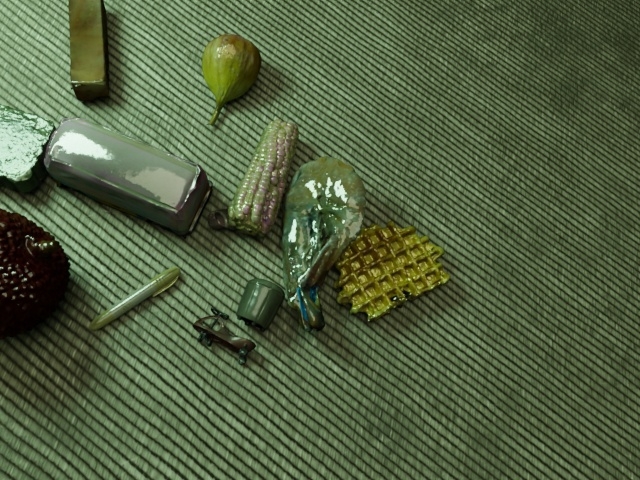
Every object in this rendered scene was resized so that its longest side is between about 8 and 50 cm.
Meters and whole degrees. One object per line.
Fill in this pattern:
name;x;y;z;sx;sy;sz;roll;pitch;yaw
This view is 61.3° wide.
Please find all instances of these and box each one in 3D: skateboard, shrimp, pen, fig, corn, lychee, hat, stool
skateboard;-0.218;0.214;1.239;0.151;0.067;0.080;27;58;5
shrimp;0.000;0.000;1.311;0.221;0.110;0.446;-2;71;22
pen;-0.422;0.135;1.245;0.233;0.032;0.040;-37;103;-19
fig;-0.256;-0.425;1.448;0.159;0.159;0.257;18;84;-3
corn;-0.134;-0.166;1.365;0.126;0.127;0.335;19;66;-3
lychee;-0.663;0.066;1.100;0.304;0.276;0.276;-26;74;7
hat;-0.244;-0.047;1.347;0.087;0.042;0.058;4;67;-46
stool;-0.141;0.148;1.257;0.096;0.096;0.110;23;73;-1

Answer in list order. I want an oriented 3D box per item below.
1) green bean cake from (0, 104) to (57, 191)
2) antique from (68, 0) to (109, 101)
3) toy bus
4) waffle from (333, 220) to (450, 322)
green bean cake;-0.737;-0.219;1.282;0.184;0.094;0.184;15;66;0
antique;-0.609;-0.513;1.424;0.087;0.093;0.310;-7;70;-13
toy bus;-0.461;-0.166;1.283;0.386;0.162;0.171;22;68;-1
waffle;0.169;0.082;1.358;0.309;0.065;0.283;17;65;1
